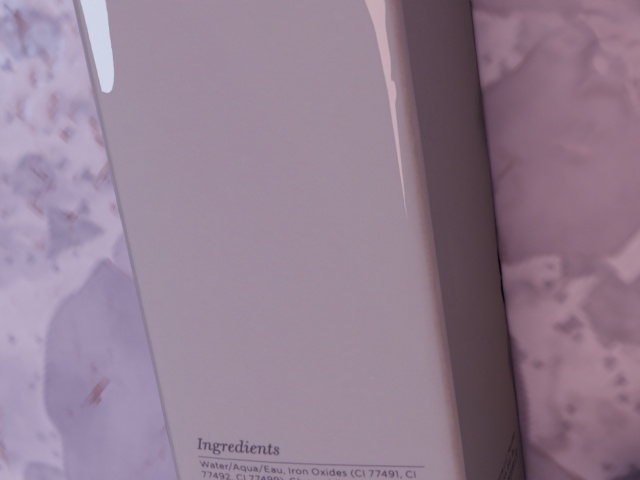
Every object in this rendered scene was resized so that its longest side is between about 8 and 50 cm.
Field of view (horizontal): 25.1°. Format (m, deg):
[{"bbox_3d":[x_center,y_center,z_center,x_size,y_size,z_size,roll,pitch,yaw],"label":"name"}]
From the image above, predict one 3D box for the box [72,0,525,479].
[{"bbox_3d":[0.000,0.000,0.498,0.113,0.094,0.275,1,113,20],"label":"box"}]
